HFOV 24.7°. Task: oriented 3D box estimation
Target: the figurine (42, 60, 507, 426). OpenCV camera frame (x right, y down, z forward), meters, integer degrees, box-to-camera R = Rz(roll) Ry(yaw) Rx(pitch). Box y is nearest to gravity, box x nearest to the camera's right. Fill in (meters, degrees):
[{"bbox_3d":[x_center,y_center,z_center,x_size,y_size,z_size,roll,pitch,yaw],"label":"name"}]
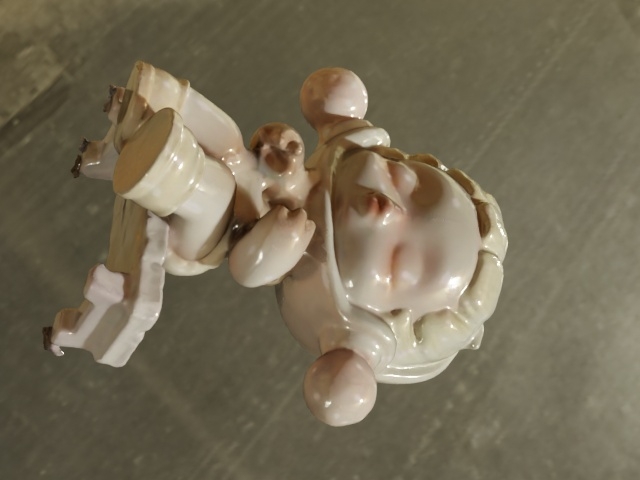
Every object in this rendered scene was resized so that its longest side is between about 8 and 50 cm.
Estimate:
[{"bbox_3d":[-0.004,0.010,0.770,0.256,0.144,0.182,17,34,-24],"label":"figurine"}]
